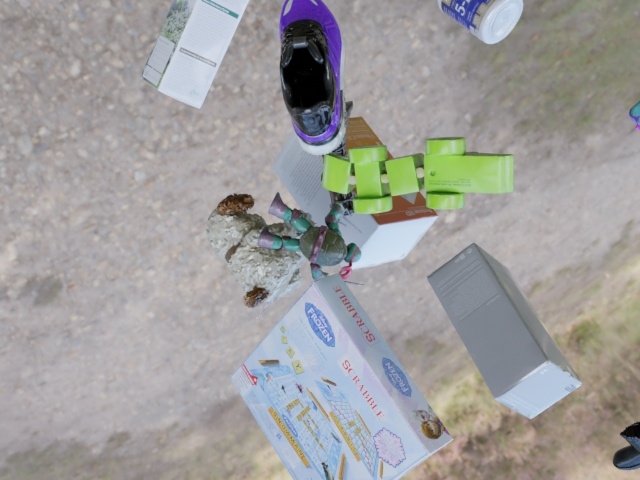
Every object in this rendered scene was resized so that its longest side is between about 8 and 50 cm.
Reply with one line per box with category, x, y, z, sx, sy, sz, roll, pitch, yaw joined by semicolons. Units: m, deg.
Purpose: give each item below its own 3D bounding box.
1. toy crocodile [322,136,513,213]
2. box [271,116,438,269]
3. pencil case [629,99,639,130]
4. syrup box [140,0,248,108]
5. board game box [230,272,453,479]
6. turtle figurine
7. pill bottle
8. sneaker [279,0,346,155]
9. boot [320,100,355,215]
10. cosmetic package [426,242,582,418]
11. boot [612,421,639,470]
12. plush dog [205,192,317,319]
toy crocodile;0.154;-0.111;1.455;0.341;0.115;0.105;-2;-169;26
box;0.079;-0.119;2.101;0.215;0.345;0.168;-10;146;-43
pencil case;0.743;-0.306;1.897;0.065;0.070;0.151;25;142;-13
syrup box;-0.218;-0.366;1.541;0.096;0.093;0.236;20;101;-39
board game box;0.018;0.270;1.432;0.066;0.318;0.318;-18;157;-44
turtle figurine;0.000;0.000;1.748;0.118;0.234;0.175;-88;-160;-89
pill bottle;0.299;-0.485;1.740;0.112;0.187;0.112;-32;149;-22
sneaker;-0.018;-0.296;1.391;0.102;0.293;0.146;-12;158;10
boot;0.039;-0.164;1.795;0.091;0.228;0.263;-12;-173;-2
cosmetic package;0.269;0.132;1.291;0.107;0.238;0.127;-38;137;19
boot;0.583;0.378;1.615;0.121;0.045;0.099;-21;131;31
plush dog;-0.155;0.019;1.871;0.211;0.225;0.262;-37;163;-35
